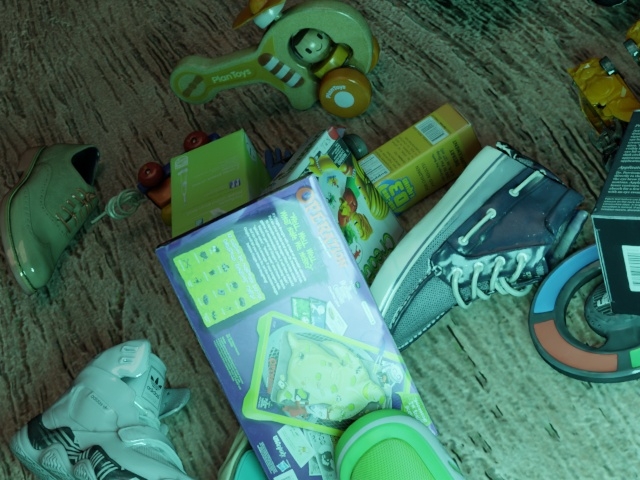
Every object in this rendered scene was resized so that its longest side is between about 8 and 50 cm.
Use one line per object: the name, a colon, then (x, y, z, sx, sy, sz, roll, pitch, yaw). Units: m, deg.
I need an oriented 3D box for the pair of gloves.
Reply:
pair of gloves: (-0.032, -0.104, 2.133, 0.198, 0.023, 0.159, -19, 38, 13)

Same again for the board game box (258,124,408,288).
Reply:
board game box: (0.000, 0.000, 1.789, 0.053, 0.193, 0.305, -26, 17, 33)

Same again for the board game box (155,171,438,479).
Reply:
board game box: (-0.026, 0.118, 1.629, 0.208, 0.347, 0.056, -25, 8, 4)

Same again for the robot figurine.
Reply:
robot figurine: (0.449, -0.186, 1.846, 0.211, 0.085, 0.291, -37, 36, 13)

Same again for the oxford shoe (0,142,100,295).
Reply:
oxford shoe: (-0.434, -0.053, 2.257, 0.130, 0.123, 0.348, -14, 41, 11)

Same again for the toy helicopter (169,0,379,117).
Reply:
toy helicopter: (-0.090, -0.299, 2.213, 0.355, 0.235, 0.140, -11, 42, 22)

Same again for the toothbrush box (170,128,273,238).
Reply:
toothbrush box: (-0.107, 0.020, 1.892, 0.122, 0.206, 0.283, -21, 38, 12)

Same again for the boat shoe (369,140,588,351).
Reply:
boat shoe: (0.198, 0.034, 1.757, 0.158, 0.127, 0.340, 30, 76, 31)

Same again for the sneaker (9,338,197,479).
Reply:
sneaker: (-0.230, 0.245, 1.774, 0.366, 0.137, 0.210, 11, 56, 44)

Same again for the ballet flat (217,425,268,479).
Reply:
ballet flat: (-0.081, 0.269, 1.715, 0.086, 0.086, 0.248, -5, 43, 28)

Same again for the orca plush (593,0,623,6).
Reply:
orca plush: (0.435, -0.431, 2.135, 0.102, 0.151, 0.287, -43, 29, 39)

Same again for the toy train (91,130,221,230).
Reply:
toy train: (-0.230, -0.046, 2.145, 0.248, 0.105, 0.143, -34, 52, 5)

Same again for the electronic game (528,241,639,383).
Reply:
electronic game: (0.360, 0.078, 1.655, 0.229, 0.048, 0.229, -17, 40, 15)

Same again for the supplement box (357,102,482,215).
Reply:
supplement box: (0.115, -0.096, 1.984, 0.233, 0.078, 0.080, -32, 41, -2)

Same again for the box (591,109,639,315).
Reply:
box: (0.402, -0.034, 1.609, 0.108, 0.153, 0.207, 3, 41, 28)

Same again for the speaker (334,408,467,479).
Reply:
speaker: (0.118, 0.311, 1.490, 0.131, 0.131, 0.296, -32, 38, -3)

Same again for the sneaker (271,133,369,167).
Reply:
sneaker: (-0.001, -0.118, 2.049, 0.089, 0.051, 0.170, -29, 15, -22)
